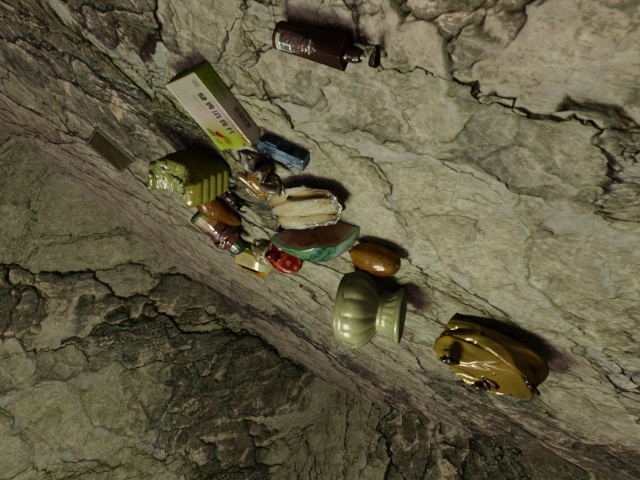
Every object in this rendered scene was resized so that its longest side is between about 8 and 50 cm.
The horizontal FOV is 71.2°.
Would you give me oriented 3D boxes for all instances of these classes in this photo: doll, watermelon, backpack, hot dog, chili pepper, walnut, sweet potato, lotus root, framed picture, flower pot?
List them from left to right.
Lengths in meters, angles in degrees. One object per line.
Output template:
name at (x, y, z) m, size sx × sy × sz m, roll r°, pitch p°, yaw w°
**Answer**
framed picture at (-1.021, -0.431, 2.167) m, size 0.213 × 0.016 × 0.289 m, roll 44°, pitch 153°, yaw -24°
sweet potato at (-0.467, -0.152, 1.892) m, size 0.112 × 0.112 × 0.359 m, roll 5°, pitch 146°, yaw 46°
doll at (-0.371, -0.173, 1.822) m, size 0.165 × 0.057 × 0.139 m, roll 15°, pitch 153°, yaw 52°
hot dog at (-0.238, -0.201, 1.602) m, size 0.090 × 0.060 × 0.140 m, roll 2°, pitch 138°, yaw 41°
doll at (-0.250, 0.060, 2.042) m, size 0.221 × 0.105 × 0.115 m, roll 8°, pitch 152°, yaw 40°
chili pepper at (-0.137, 0.081, 1.907) m, size 0.136 × 0.144 × 0.253 m, roll -16°, pitch 145°, yaw 11°
lotus root at (-0.040, -0.125, 1.484) m, size 0.329 × 0.078 × 0.167 m, roll 1°, pitch 125°, yaw 43°
watermelon at (0.000, 0.000, 1.588) m, size 0.260 × 0.256 × 0.176 m, roll 24°, pitch 111°, yaw 36°
flower pot at (0.198, 0.275, 1.707) m, size 0.244 × 0.307 × 0.307 m, roll 7°, pitch 148°, yaw 19°
walnut at (0.180, 0.062, 1.528) m, size 0.207 × 0.116 × 0.116 m, roll 15°, pitch 150°, yaw 33°
backpack at (0.599, 0.430, 1.598) m, size 0.353 × 0.201 × 0.378 m, roll 42°, pitch 157°, yaw -29°

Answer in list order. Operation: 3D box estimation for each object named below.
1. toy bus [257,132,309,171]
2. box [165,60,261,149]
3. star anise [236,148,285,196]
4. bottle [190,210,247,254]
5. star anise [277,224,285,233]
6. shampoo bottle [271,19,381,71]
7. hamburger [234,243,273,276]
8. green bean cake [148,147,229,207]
toy bus at (-0.112, -0.266, 1.347) m, size 0.166 × 0.047 × 0.065 m, roll 26°, pitch 152°, yaw 12°
box at (-0.319, -0.393, 1.341) m, size 0.175 × 0.062 × 0.260 m, roll 4°, pitch 142°, yaw 46°
star anise at (-0.191, -0.224, 1.417) m, size 0.197 × 0.073 × 0.212 m, roll 42°, pitch -174°, yaw -43°
bottle at (-0.452, -0.043, 2.034) m, size 0.271 × 0.156 × 0.143 m, roll 45°, pitch 149°, yaw -15°
star anise at (-0.115, -0.062, 1.732) m, size 0.158 × 0.144 × 0.140 m, roll 28°, pitch -159°, yaw 26°
shampoo bottle at (0.012, -0.403, 0.925) m, size 0.236 × 0.067 × 0.068 m, roll 23°, pitch 173°, yaw 18°
hamburger at (-0.329, 0.098, 2.211) m, size 0.210 × 0.116 × 0.173 m, roll 18°, pitch 160°, yaw 21°
green bean cake at (-0.479, -0.235, 1.632) m, size 0.236 × 0.233 × 0.124 m, roll 23°, pitch 126°, yaw 21°
